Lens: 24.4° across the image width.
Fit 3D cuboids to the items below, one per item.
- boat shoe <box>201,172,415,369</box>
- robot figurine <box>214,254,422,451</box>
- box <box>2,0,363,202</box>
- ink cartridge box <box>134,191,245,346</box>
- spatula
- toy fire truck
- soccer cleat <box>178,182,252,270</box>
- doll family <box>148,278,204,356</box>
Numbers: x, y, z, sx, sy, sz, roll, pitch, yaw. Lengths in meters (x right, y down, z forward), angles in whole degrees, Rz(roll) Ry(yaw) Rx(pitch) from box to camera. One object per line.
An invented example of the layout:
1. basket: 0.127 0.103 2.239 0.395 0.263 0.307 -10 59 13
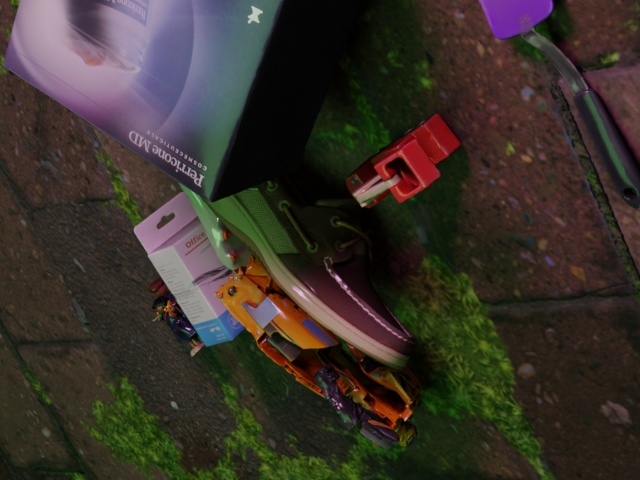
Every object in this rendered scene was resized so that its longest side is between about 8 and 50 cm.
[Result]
1. boat shoe: 0.000 0.000 1.684 0.342 0.123 0.123 46 -172 25
2. robot figurine: 0.011 0.133 1.766 0.291 0.211 0.085 41 101 4
3. box: -0.131 -0.245 1.496 0.296 0.183 0.294 33 120 20
4. ink cartridge box: -0.143 0.030 1.871 0.060 0.104 0.180 -17 109 50
5. spatula: 0.233 -0.157 1.403 0.084 0.030 0.296 -24 103 49
6. toy fire truck: 0.076 -0.071 1.545 0.047 0.135 0.192 53 142 -5
7. soccer cleat: -0.133 -0.055 1.827 0.076 0.068 0.196 0 114 51
8. doll family: -0.183 0.089 1.988 0.111 0.076 0.193 45 145 -2
